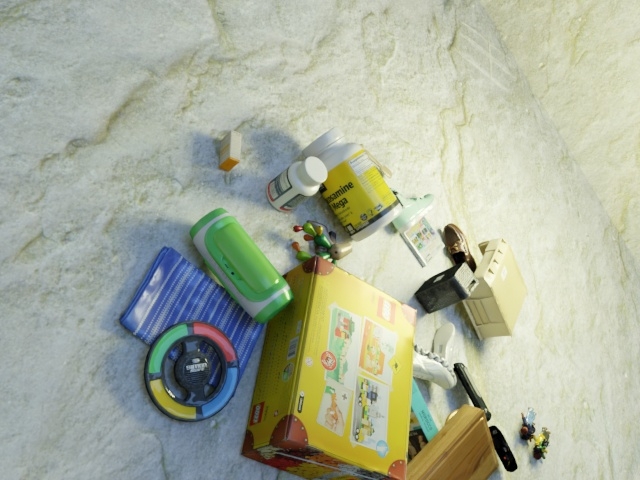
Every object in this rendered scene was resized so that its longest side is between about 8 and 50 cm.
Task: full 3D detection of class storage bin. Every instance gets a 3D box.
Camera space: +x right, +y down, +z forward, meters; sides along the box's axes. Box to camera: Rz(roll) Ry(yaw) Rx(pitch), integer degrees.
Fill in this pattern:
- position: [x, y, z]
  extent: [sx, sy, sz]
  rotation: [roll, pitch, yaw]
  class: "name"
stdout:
- position: [0.611, 0.169, 2.256]
  extent: [0.262, 0.123, 0.261]
  rotation: [-51, 121, -44]
  class: "storage bin"
- position: [0.414, 0.155, 2.096]
  extent: [0.084, 0.180, 0.122]
  rotation: [55, 44, -4]
  class: "storage bin"

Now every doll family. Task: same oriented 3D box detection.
- position: [0.730, 0.665, 2.182]
  extent: [0.193, 0.076, 0.111]
  rotation: [50, 49, -1]
  class: "doll family"

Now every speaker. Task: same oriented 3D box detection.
- position: [-0.199, 0.064, 1.613]
  extent: [0.297, 0.131, 0.131]
  rotation: [51, 43, 7]
  class: "speaker"

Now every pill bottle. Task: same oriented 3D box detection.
- position: [-0.066, -0.165, 1.844]
  extent: [0.107, 0.180, 0.108]
  rotation: [20, 56, -33]
  class: "pill bottle"
- position: [0.091, -0.179, 1.987]
  extent: [0.334, 0.188, 0.188]
  rotation: [55, 44, -2]
  class: "pill bottle"

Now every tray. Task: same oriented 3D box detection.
- position: [0.323, 0.651, 1.713]
  extent: [0.410, 0.076, 0.203]
  rotation: [-34, 115, -35]
  class: "tray"

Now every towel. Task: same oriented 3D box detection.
- position: [-0.295, 0.192, 1.549]
  extent: [0.336, 0.040, 0.243]
  rotation: [39, 48, -20]
  class: "towel"

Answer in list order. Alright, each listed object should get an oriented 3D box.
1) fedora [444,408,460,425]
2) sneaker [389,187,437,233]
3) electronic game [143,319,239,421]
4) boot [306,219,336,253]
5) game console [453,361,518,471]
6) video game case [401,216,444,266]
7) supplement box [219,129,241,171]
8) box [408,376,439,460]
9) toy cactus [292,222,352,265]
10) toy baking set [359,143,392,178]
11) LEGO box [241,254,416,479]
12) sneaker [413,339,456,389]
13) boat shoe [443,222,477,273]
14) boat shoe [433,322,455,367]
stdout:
- position: [0.423, 0.609, 1.930]
  extent: [0.194, 0.079, 0.195]
  rotation: [20, 56, -32]
  class: "fedora"
- position: [0.309, -0.143, 2.229]
  extent: [0.151, 0.094, 0.256]
  rotation: [53, 43, -1]
  class: "sneaker"
- position: [-0.290, 0.297, 1.460]
  extent: [0.229, 0.048, 0.230]
  rotation: [8, 75, -32]
  class: "electronic game"
- position: [0.000, 0.000, 1.917]
  extent: [0.118, 0.042, 0.087]
  rotation: [25, 62, -18]
  class: "boot"
- position: [0.521, 0.555, 2.022]
  extent: [0.362, 0.043, 0.213]
  rotation: [66, 9, 27]
  class: "game console"
- position: [0.363, -0.001, 2.253]
  extent: [0.143, 0.019, 0.157]
  rotation: [54, 45, -4]
  class: "video game case"
- position: [-0.256, -0.254, 1.809]
  extent: [0.036, 0.062, 0.099]
  rotation: [19, 57, -33]
  class: "supplement box"
- position: [0.262, 0.513, 1.825]
  extent: [0.060, 0.100, 0.244]
  rotation: [-19, 81, -44]
  class: "box"
- position: [0.019, 0.039, 1.853]
  extent: [0.180, 0.112, 0.219]
  rotation: [-21, 80, -35]
  class: "toy cactus"
- position: [0.140, -0.241, 2.182]
  extent: [0.256, 0.030, 0.197]
  rotation: [-30, 92, -46]
  class: "toy baking set"
- position: [0.044, 0.348, 1.653]
  extent: [0.372, 0.193, 0.501]
  rotation: [30, 50, -26]
  class: "LEGO box"
- position: [0.286, 0.374, 1.932]
  extent: [0.292, 0.110, 0.118]
  rotation: [39, 58, -13]
  class: "sneaker"
- position: [0.502, 0.037, 2.316]
  extent: [0.073, 0.073, 0.207]
  rotation: [-24, 84, -48]
  class: "boat shoe"
- position: [0.409, 0.354, 2.074]
  extent: [0.063, 0.066, 0.184]
  rotation: [55, 34, -33]
  class: "boat shoe"
